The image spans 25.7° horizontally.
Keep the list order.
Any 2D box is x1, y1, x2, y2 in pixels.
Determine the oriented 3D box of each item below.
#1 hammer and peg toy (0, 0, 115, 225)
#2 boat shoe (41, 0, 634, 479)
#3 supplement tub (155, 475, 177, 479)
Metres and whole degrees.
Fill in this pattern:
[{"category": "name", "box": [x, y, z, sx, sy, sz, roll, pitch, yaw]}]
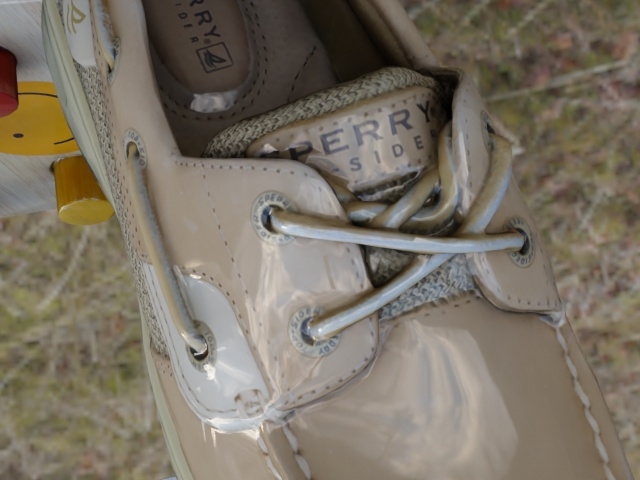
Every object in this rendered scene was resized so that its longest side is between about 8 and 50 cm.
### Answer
[{"category": "hammer and peg toy", "box": [-0.165, -0.095, 0.739, 0.266, 0.127, 0.361, -9, 159, 9]}, {"category": "boat shoe", "box": [0.000, 0.000, 0.409, 0.122, 0.341, 0.110, -22, 155, -20]}, {"category": "supplement tub", "box": [-0.034, 0.207, 0.631, 0.144, 0.199, 0.144, -11, 166, -3]}]
